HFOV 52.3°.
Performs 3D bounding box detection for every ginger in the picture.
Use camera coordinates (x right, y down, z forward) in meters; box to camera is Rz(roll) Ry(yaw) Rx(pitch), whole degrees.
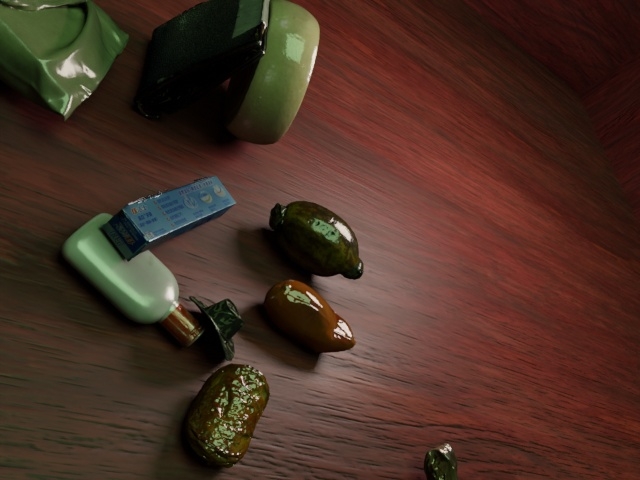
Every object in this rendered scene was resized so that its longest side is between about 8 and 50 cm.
[{"bbox_3d":[0.216,0.484,1.066,0.122,0.084,0.290,9,55,-16],"label":"ginger"}]

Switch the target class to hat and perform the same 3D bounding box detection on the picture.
[{"bbox_3d":[-0.142,0.119,0.960,0.121,0.050,0.121,58,-3,5],"label":"hat"}]

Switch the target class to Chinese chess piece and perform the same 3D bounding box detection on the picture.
[{"bbox_3d":[-0.097,-0.312,1.221,0.102,0.273,0.273,17,47,-19],"label":"Chinese chess piece"}]

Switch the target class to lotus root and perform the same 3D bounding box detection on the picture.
[{"bbox_3d":[0.000,0.000,1.185,0.209,0.120,0.120,36,39,-16],"label":"lotus root"}]

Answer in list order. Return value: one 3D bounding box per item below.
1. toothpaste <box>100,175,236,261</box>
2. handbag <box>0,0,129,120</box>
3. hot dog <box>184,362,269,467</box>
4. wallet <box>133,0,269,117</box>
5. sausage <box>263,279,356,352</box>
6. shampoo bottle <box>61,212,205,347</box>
[{"bbox_3d":[-0.222,-0.042,0.997,0.066,0.053,0.272,54,23,-1],"label":"toothpaste"},{"bbox_3d":[-0.458,-0.342,0.989,0.316,0.109,0.253,36,35,-12],"label":"handbag"},{"bbox_3d":[-0.126,0.241,0.896,0.099,0.065,0.147,38,50,-19],"label":"hot dog"},{"bbox_3d":[-0.202,-0.343,1.147,0.071,0.262,0.221,49,30,-40],"label":"wallet"},{"bbox_3d":[-0.019,0.131,1.096,0.179,0.089,0.089,40,38,-22],"label":"sausage"},{"bbox_3d":[-0.254,0.062,0.917,0.221,0.051,0.108,46,32,-8],"label":"shampoo bottle"}]
